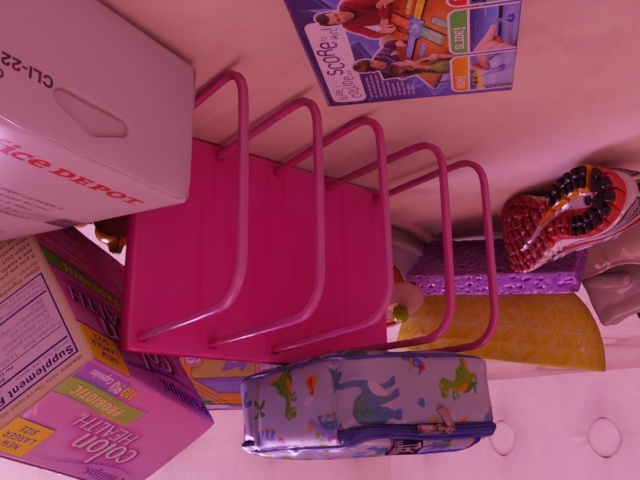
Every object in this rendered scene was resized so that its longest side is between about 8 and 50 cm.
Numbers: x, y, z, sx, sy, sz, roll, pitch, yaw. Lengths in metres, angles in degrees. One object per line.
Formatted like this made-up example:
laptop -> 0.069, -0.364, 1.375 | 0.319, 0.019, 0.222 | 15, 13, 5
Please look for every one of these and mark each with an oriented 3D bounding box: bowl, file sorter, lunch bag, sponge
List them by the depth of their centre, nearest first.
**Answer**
file sorter -> 0.000, 0.000, 0.636 | 0.291, 0.202, 0.182 | 12, 159, -36
lunch bag -> 0.043, 0.159, 0.671 | 0.176, 0.090, 0.219 | 10, 158, -38
sponge -> 0.225, 0.031, 0.905 | 0.210, 0.031, 0.117 | -3, -159, 29
bowl -> 0.258, 0.097, 1.020 | 0.290, 0.155, 0.289 | 5, 173, 1

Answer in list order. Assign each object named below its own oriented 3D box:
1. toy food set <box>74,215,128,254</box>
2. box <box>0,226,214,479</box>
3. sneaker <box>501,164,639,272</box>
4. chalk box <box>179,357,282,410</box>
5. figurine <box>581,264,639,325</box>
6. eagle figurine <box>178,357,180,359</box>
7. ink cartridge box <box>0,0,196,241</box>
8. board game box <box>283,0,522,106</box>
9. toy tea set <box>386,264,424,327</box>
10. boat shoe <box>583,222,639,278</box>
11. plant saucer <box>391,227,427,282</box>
toy food set -> -0.232, -0.032, 0.759 | 0.128, 0.071, 0.218 | 3, 163, -11
box -> -0.245, 0.093, 0.685 | 0.117, 0.243, 0.213 | -37, 146, -2
sneaker -> 0.276, -0.018, 0.777 | 0.093, 0.088, 0.225 | -3, 170, -19
chalk box -> -0.075, 0.166, 0.988 | 0.213, 0.132, 0.132 | -4, 162, 10
figurine -> 0.499, 0.043, 0.967 | 0.215, 0.092, 0.209 | 1, 160, -45
eagle figurine -> -0.262, 0.283, 1.743 | 0.298, 0.225, 0.226 | -27, -148, -11
ink cartridge box -> -0.253, -0.083, 0.501 | 0.273, 0.114, 0.197 | -8, 161, 29
board game box -> 0.050, -0.145, 0.425 | 0.136, 0.035, 0.201 | -3, 164, 11
toy tea set -> -0.040, 0.052, 0.830 | 0.336, 0.124, 0.200 | 0, 131, -5
boat shoe -> 0.393, -0.005, 0.908 | 0.206, 0.075, 0.065 | -21, -163, 40
plant saucer -> -0.037, 0.067, 1.055 | 0.401, 0.100, 0.400 | 0, 164, 0
